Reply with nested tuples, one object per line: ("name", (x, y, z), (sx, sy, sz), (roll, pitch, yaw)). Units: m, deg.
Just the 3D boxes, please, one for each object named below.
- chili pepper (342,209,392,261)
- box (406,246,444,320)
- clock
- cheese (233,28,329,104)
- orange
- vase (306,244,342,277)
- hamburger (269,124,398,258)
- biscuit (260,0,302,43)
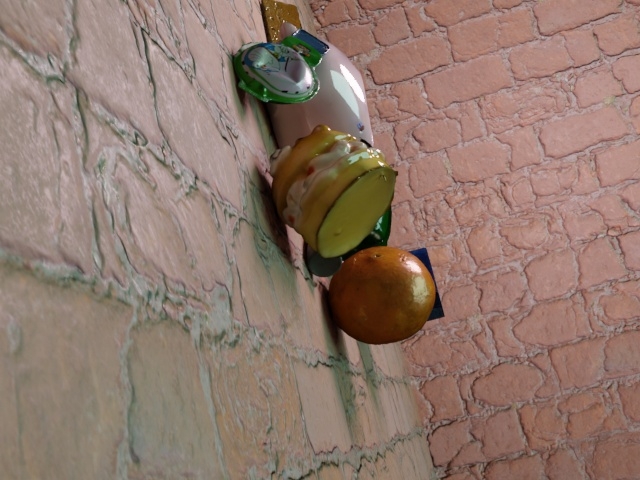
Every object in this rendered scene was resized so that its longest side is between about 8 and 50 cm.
("chili pepper", (0.108, -0.074, 2.246), (0.248, 0.233, 0.257), (59, 23, -45))
("box", (0.236, 0.166, 2.418), (0.261, 0.279, 0.116), (-92, 165, -56))
("clock", (-0.002, -0.357, 1.960), (0.377, 0.250, 0.368), (63, 15, -50))
("cheese", (-0.080, -0.404, 1.714), (0.320, 0.204, 0.083), (-54, 175, -43))
("orange", (0.159, 0.140, 1.957), (0.284, 0.284, 0.226), (-89, 167, -64))
("vase", (0.000, 0.000, 1.904), (0.214, 0.086, 0.086), (-101, 171, -57))
("hamburger", (0.012, -0.124, 1.642), (0.237, 0.276, 0.276), (44, -5, 25))
("biscuit", (-0.112, -0.651, 2.311), (0.025, 0.131, 0.231), (-49, -136, 48))
